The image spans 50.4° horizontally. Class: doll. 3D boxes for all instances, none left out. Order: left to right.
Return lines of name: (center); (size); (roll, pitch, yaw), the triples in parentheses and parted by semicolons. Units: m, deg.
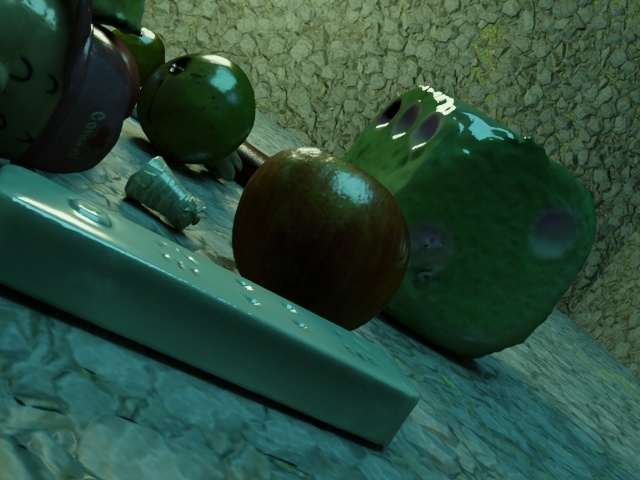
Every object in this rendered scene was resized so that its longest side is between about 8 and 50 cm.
doll: (-0.271, -0.151, 0.528); (0.256, 0.196, 0.152); (29, 48, -17)

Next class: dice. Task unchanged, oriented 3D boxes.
dice: (0.198, -0.034, 1.077); (0.330, 0.318, 0.322); (31, 10, -21)

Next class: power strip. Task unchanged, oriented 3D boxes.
power strip: (-0.089, 0.052, 0.513); (0.385, 0.062, 0.091); (30, 8, -26)

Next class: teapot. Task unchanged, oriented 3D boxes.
teapot: (-0.167, -0.045, 0.752); (0.083, 0.057, 0.067); (40, -18, 2)

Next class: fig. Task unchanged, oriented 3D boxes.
fig: (-0.418, -0.365, 1.337); (0.236, 0.124, 0.124); (-11, 41, -42)

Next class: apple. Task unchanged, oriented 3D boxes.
apple: (0.000, 0.000, 0.716); (0.195, 0.173, 0.160); (30, 8, -2)

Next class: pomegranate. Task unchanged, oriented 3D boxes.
pomegranate: (-0.172, -0.185, 1.043); (0.210, 0.179, 0.179); (42, 6, -26)

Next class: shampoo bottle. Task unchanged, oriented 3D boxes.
shampoo bottle: (-0.178, -0.174, 1.245); (0.260, 0.064, 0.102); (36, 12, 14)

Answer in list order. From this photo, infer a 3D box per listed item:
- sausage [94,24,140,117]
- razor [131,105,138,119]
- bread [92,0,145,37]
sausage: (-0.275, -0.177, 0.746); (0.148, 0.148, 0.254); (33, 5, -10)
razor: (-0.259, -0.195, 1.156); (0.278, 0.056, 0.111); (41, 11, -5)
bread: (-0.295, -0.399, 0.724); (0.239, 0.263, 0.395); (14, 15, -48)
